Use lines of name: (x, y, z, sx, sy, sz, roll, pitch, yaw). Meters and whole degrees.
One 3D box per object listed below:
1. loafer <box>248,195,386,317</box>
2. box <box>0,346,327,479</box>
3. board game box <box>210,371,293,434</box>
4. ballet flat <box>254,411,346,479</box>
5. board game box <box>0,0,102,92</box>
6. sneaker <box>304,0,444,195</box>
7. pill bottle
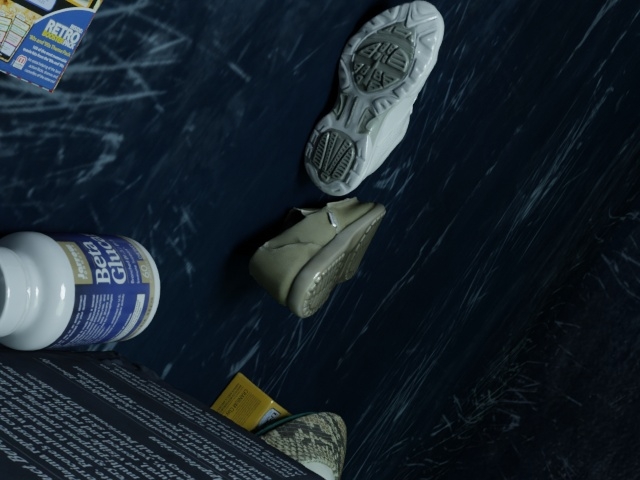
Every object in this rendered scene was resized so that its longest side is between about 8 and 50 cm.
loafer: (0.000, 0.000, 1.177, 0.101, 0.092, 0.268, -64, 170, 22)
box: (-0.290, 0.336, 0.732, 0.472, 0.298, 0.479, 17, 96, -61)
board game box: (-0.115, 0.330, 1.401, 0.242, 0.064, 0.316, -52, 155, -8)
ballet flat: (-0.111, 0.332, 1.154, 0.483, 0.182, 0.163, -12, 116, -39)
board game box: (-0.181, -0.203, 0.641, 0.193, 0.045, 0.147, -58, 155, 6)
sneaker: (0.067, -0.161, 1.117, 0.232, 0.090, 0.115, -58, 164, 27)
pill bottle: (-0.215, 0.040, 0.823, 0.169, 0.094, 0.094, 2, 119, -62)
